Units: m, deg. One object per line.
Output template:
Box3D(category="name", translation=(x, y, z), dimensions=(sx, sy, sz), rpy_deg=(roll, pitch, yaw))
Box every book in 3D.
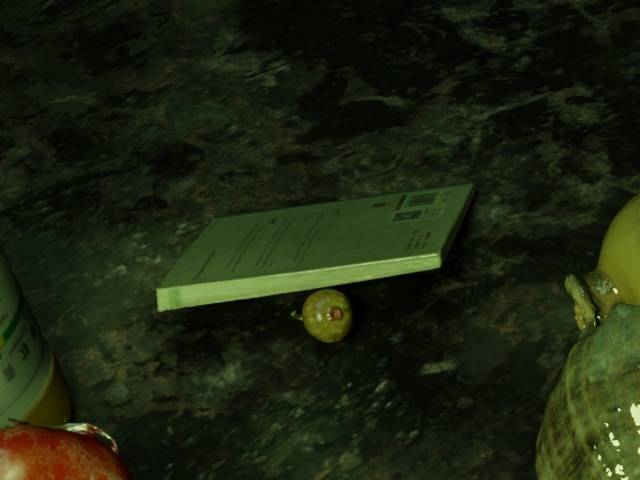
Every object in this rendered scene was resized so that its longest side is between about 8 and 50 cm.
Box3D(category="book", translation=(0.000, 0.000, 1.757), dimensions=(0.282, 0.025, 0.215), rpy_deg=(-8, 19, 18))

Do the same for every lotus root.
Box3D(category="lotus root", translation=(0.344, -0.003, 1.501), dimensions=(0.303, 0.131, 0.146), rpy_deg=(-20, 8, -4))

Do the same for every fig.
Box3D(category="fig", translation=(-0.001, 0.069, 1.672), dimensions=(0.050, 0.050, 0.083), rpy_deg=(-34, 12, -24))

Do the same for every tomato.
Box3D(category="tomato", translation=(-0.241, 0.223, 1.464), dimensions=(0.187, 0.151, 0.187), rpy_deg=(-6, -9, -1))

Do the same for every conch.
Box3D(category="conch", translation=(0.257, 0.119, 1.336), dimensions=(0.210, 0.159, 0.291), rpy_deg=(3, 39, 30))

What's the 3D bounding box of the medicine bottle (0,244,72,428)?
Box3D(category="medicine bottle", translation=(-0.372, 0.103, 1.635), dimensions=(0.238, 0.232, 0.238), rpy_deg=(-13, 32, 8))
